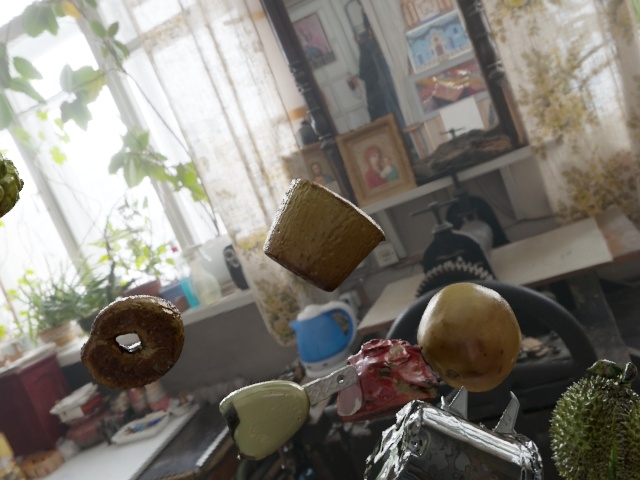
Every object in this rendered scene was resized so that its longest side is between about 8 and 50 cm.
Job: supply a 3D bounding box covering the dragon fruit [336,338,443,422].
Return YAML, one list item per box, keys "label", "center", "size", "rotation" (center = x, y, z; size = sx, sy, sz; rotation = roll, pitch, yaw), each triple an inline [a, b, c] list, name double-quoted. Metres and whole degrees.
- label: "dragon fruit"
  center: [0.119, 0.294, 1.168]
  size: [0.189, 0.163, 0.261]
  rotation: [-28, -4, -45]

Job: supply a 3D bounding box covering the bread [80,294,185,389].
- label: "bread"
  center: [-0.342, 0.187, 1.051]
  size: [0.193, 0.193, 0.064]
  rotation: [-25, 28, -19]

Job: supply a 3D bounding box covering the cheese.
- label: "cheese"
  center: [-0.046, 0.287, 1.003]
  size: [0.251, 0.127, 0.054]
  rotation: [-22, 12, -16]

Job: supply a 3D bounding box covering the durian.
- label: "durian"
  center: [0.399, 0.282, 0.795]
  size: [0.159, 0.198, 0.146]
  rotation: [-20, -37, 3]

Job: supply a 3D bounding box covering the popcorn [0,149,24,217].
- label: "popcorn"
  center: [-0.454, -0.064, 0.722]
  size: [0.135, 0.162, 0.141]
  rotation: [-2, 32, -10]

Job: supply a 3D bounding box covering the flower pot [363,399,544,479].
- label: "flower pot"
  center: [0.096, 0.210, 0.477]
  size: [0.157, 0.107, 0.157]
  rotation: [-58, 0, 0]

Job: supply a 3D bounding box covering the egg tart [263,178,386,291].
- label: "egg tart"
  center: [0.000, 0.000, 1.005]
  size: [0.147, 0.202, 0.202]
  rotation: [-60, 15, -7]

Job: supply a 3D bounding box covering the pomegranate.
- label: "pomegranate"
  center: [0.319, 0.206, 1.227]
  size: [0.233, 0.233, 0.233]
  rotation: [-22, 8, 3]

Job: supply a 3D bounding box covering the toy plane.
- label: "toy plane"
  center: [0.310, 0.419, 1.126]
  size: [0.251, 0.255, 0.101]
  rotation: [-37, 4, 15]
